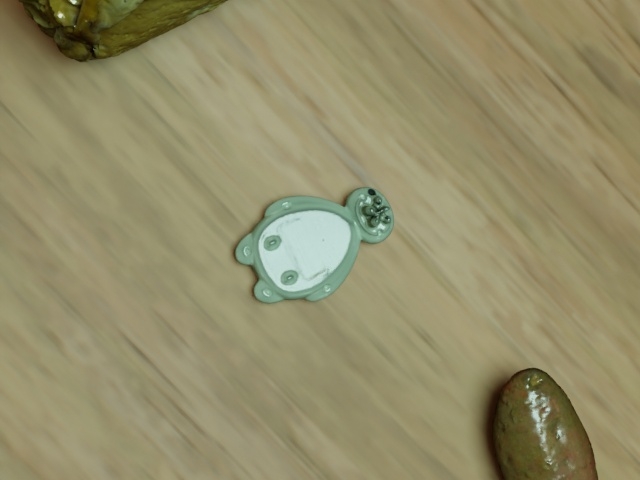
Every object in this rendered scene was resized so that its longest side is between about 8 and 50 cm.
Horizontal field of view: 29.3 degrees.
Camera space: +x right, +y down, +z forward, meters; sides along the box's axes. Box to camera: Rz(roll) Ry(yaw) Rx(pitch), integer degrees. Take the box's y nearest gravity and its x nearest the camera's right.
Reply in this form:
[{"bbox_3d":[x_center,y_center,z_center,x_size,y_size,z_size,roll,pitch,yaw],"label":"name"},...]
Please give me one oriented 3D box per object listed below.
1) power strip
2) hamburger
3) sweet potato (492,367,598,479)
[{"bbox_3d":[0.000,0.000,0.616,0.083,0.035,0.055,-26,93,-10],"label":"power strip"},{"bbox_3d":[-0.071,-0.143,0.556,0.147,0.138,0.083,-33,95,-6],"label":"hamburger"},{"bbox_3d":[0.131,0.166,0.630,0.050,0.050,0.214,-17,94,-13],"label":"sweet potato"}]
